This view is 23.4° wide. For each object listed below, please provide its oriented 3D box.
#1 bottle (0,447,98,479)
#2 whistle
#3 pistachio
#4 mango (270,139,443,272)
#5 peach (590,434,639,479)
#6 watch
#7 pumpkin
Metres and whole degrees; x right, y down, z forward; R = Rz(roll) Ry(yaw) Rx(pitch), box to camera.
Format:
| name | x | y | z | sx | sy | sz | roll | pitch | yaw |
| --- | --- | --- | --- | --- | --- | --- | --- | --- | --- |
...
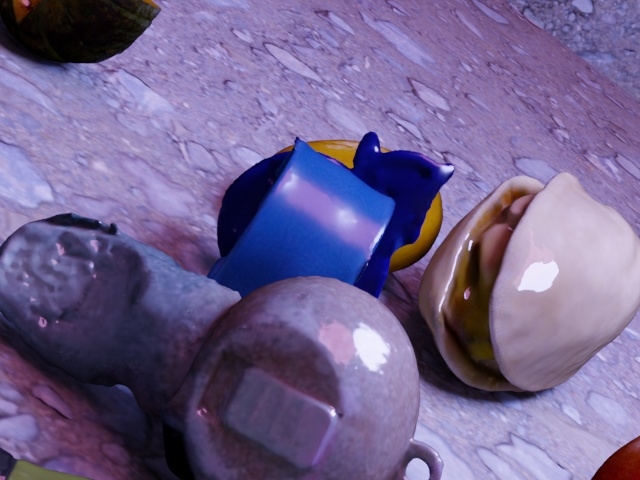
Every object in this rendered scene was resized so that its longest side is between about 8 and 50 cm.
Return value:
| name | x | y | z | sx | sy | sz | roll | pitch | yaw |
| --- | --- | --- | --- | --- | --- | --- | --- | --- | --- |
| bottle | -0.100 | 0.197 | 0.837 | 0.260 | 0.112 | 0.112 | 32 | 22 | -7 |
| whistle | -0.069 | 0.085 | 1.068 | 0.348 | 0.189 | 0.189 | 26 | 19 | 16 |
| pistachio | 0.204 | 0.047 | 1.505 | 0.194 | 0.213 | 0.318 | -3 | 12 | 34 |
| mango | 0.023 | -0.037 | 1.497 | 0.219 | 0.112 | 0.145 | 9 | 36 | -40 |
| peach | 0.304 | 0.239 | 1.239 | 0.190 | 0.190 | 0.192 | 28 | 4 | -17 |
| watch | -0.009 | 0.003 | 1.269 | 0.171 | 0.196 | 0.200 | 25 | 15 | 0 |
| pumpkin | -0.253 | -0.231 | 1.500 | 0.183 | 0.107 | 0.119 | 37 | 13 | 24 |
